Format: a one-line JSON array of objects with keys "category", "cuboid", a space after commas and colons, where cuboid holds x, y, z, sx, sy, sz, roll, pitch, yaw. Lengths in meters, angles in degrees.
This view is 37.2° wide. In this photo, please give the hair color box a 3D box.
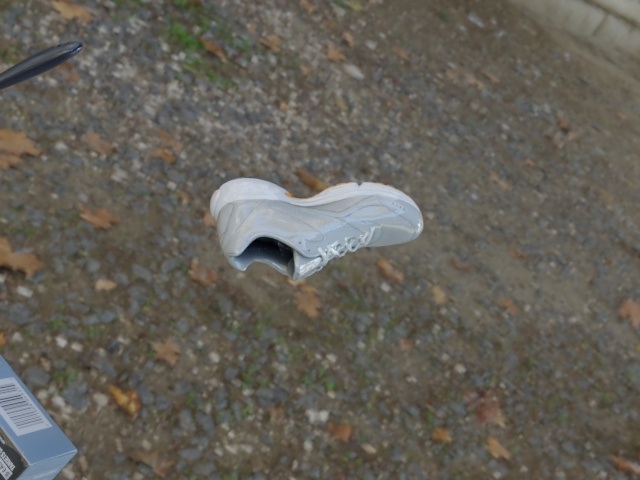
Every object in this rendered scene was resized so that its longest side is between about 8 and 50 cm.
[{"category": "hair color box", "cuboid": [-0.527, 0.350, 1.287, 0.185, 0.374, 0.113, 46, 13, 15]}]

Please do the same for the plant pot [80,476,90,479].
[{"category": "plant pot", "cuboid": [-0.135, 0.360, 0.707, 0.276, 0.254, 0.276, 29, -18, 11]}]

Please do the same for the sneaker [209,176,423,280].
[{"category": "sneaker", "cuboid": [0.000, 0.000, 1.143, 0.262, 0.099, 0.121, 1, 49, -11]}]

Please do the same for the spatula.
[{"category": "spatula", "cuboid": [-0.395, -0.169, 1.047, 0.084, 0.296, 0.030, -85, 158, -65]}]
